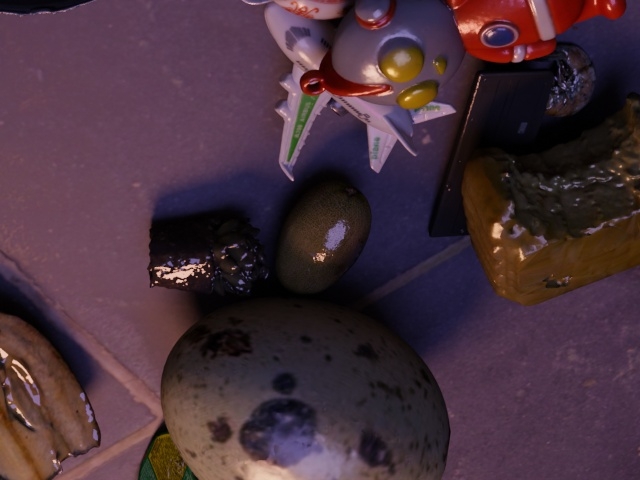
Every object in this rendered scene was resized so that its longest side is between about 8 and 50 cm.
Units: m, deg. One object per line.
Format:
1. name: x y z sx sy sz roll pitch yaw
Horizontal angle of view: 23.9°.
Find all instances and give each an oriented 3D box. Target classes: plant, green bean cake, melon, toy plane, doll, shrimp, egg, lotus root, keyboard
1. plant: -0.131 0.020 1.772 0.143 0.092 0.094 -3 123 -2
2. green bean cake: 0.292 -0.041 1.754 0.236 0.124 0.233 -20 150 -3
3. melon: 0.000 0.000 1.782 0.099 0.099 0.162 14 127 -24
4. toy plane: 0.024 -0.183 1.636 0.251 0.101 0.255 -38 124 18
5. doll: 0.135 -0.213 1.509 0.336 0.105 0.200 -19 148 8
6. shrimp: 0.247 -0.188 1.737 0.161 0.034 0.091 3 116 -24
7. egg: -0.016 0.215 1.830 0.379 0.287 0.287 24 120 -35
8. lotus root: -0.421 0.188 1.818 0.210 0.142 0.314 -48 129 -23
9. keyboard: 0.205 -0.130 1.731 0.103 0.041 0.381 -3 146 -15

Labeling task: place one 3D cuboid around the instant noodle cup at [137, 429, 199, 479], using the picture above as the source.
1. instant noodle cup: -0.102 0.353 2.002 0.233 0.207 0.207 5 128 -29

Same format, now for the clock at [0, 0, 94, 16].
1. clock: -0.280 -0.361 1.433 0.313 0.061 0.312 -7 130 -9

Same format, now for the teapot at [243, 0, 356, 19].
1. teapot: 0.017 -0.309 1.517 0.245 0.116 0.159 -32 107 -4
